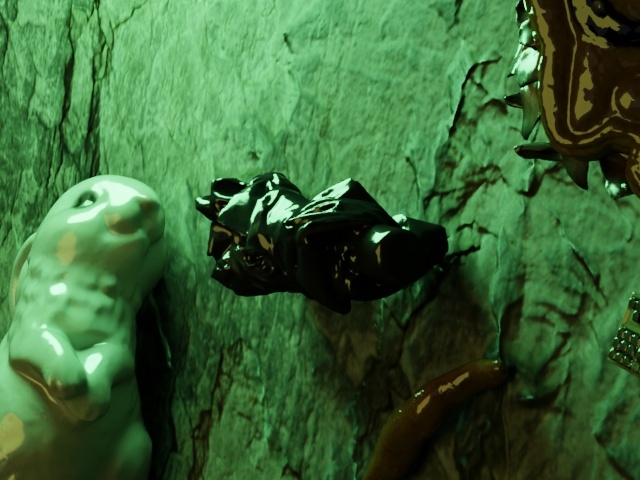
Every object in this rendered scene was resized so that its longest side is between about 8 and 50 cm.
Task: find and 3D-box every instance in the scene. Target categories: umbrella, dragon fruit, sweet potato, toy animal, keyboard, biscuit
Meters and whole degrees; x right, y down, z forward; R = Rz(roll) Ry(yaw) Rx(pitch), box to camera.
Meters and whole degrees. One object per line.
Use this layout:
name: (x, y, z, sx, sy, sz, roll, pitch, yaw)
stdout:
umbrella: (0.000, 0.000, 1.221, 0.272, 0.122, 0.110, 5, 67, 62)
dragon fruit: (0.179, -0.109, 0.999, 0.130, 0.121, 0.142, -78, -9, -52)
sweet potato: (0.075, 0.131, 1.164, 0.179, 0.044, 0.044, -52, 47, 36)
toy animal: (-0.236, 0.118, 1.497, 0.258, 0.194, 0.357, 130, 154, -70)
keyboard: (0.230, 0.076, 0.982, 0.129, 0.015, 0.049, 31, 109, 51)
biscuit: (0.218, -0.137, 0.909, 0.208, 0.041, 0.290, 2, 82, 16)
